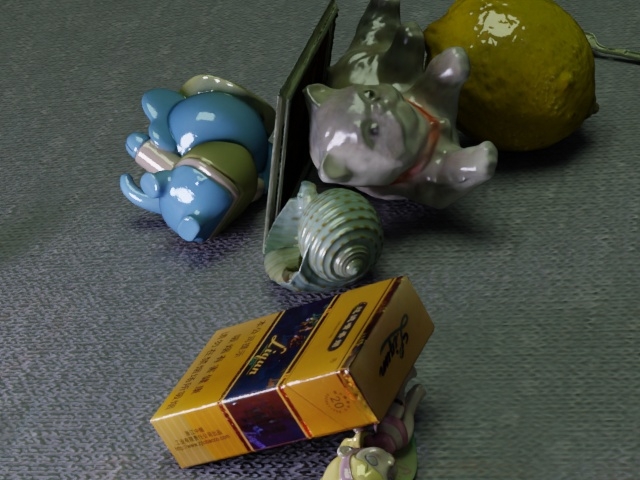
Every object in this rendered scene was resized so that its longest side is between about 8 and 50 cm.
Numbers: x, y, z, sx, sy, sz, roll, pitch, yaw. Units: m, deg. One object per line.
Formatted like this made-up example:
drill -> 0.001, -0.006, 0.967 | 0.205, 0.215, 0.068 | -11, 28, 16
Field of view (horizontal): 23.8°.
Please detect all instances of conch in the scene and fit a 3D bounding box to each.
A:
conch -> 0.005, 0.005, 1.650 | 0.135, 0.102, 0.153 | -44, 17, 3

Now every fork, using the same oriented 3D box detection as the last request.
fork -> 0.401, -0.250, 2.016 | 0.219, 0.028, 0.034 | 16, 36, 38

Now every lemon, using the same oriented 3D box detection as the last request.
lemon -> 0.228, -0.205, 1.826 | 0.231, 0.192, 0.192 | 24, 33, -5

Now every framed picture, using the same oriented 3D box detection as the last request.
framed picture -> -0.021, -0.140, 1.798 | 0.016, 0.216, 0.273 | 12, 35, 7

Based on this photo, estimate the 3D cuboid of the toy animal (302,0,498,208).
toy animal -> 0.050, -0.164, 1.767 | 0.188, 0.266, 0.307 | -8, 73, -15

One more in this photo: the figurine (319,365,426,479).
figurine -> 0.047, 0.188, 1.365 | 0.083, 0.083, 0.187 | 4, 40, 24

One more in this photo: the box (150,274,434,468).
box -> -0.026, 0.124, 1.418 | 0.237, 0.070, 0.152 | -20, 21, 35

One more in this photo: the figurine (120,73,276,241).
figurine -> -0.146, -0.101, 1.832 | 0.180, 0.153, 0.262 | 14, 33, 18
